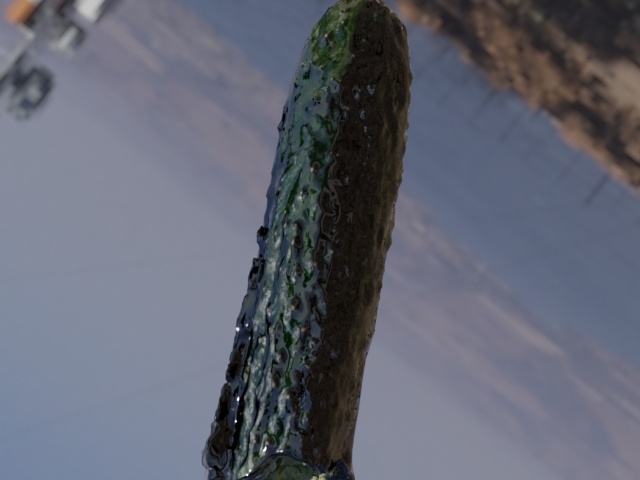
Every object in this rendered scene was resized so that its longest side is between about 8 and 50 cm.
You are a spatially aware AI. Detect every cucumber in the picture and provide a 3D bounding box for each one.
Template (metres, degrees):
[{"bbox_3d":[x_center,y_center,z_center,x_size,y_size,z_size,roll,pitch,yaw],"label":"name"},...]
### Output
[{"bbox_3d":[0.002,0.000,0.837,0.067,0.245,0.067,11,170,2],"label":"cucumber"}]
